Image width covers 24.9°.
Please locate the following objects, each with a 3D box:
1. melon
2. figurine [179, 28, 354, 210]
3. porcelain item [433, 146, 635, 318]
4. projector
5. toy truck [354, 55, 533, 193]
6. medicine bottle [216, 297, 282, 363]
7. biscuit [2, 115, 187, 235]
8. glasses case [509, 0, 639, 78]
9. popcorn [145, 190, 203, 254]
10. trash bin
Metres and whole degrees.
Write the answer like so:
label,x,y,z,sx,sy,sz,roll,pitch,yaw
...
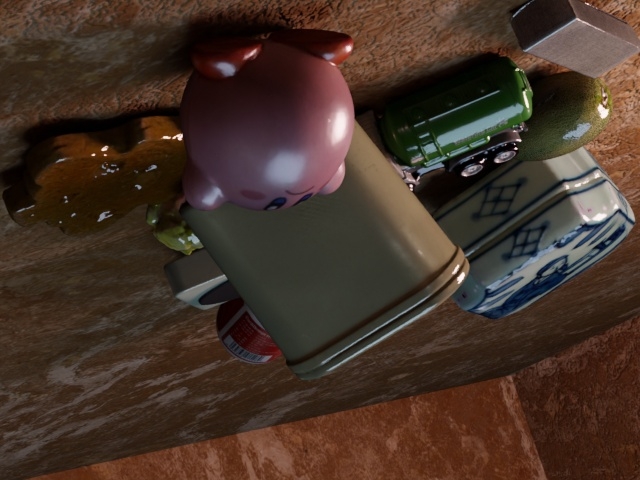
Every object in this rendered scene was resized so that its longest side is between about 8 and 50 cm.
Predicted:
label,x,y,z,sx,sy,sz,roll,pitch,yaw
melon,0.283,-0.151,1.780,0.162,0.099,0.099,-23,166,40
figurine,-0.051,-0.110,1.375,0.173,0.173,0.173,-17,166,-4
porcelain item,0.309,-0.011,2.128,0.281,0.157,0.286,-35,163,11
projector,-0.072,0.012,1.984,0.259,0.079,0.257,-22,172,1
toy truck,0.131,-0.128,1.683,0.243,0.101,0.125,-23,161,9
medicine bottle,-0.073,0.102,2.244,0.131,0.131,0.250,-11,165,-24
biscuit,-0.193,-0.083,1.563,0.302,0.043,0.278,-18,166,-11
glasses case,0.283,-0.227,1.593,0.071,0.047,0.205,-30,162,27
popcorn,-0.150,-0.032,1.708,0.109,0.096,0.089,11,174,-7
trash bin,0.000,0.000,1.621,0.243,0.247,0.121,-34,-169,20
